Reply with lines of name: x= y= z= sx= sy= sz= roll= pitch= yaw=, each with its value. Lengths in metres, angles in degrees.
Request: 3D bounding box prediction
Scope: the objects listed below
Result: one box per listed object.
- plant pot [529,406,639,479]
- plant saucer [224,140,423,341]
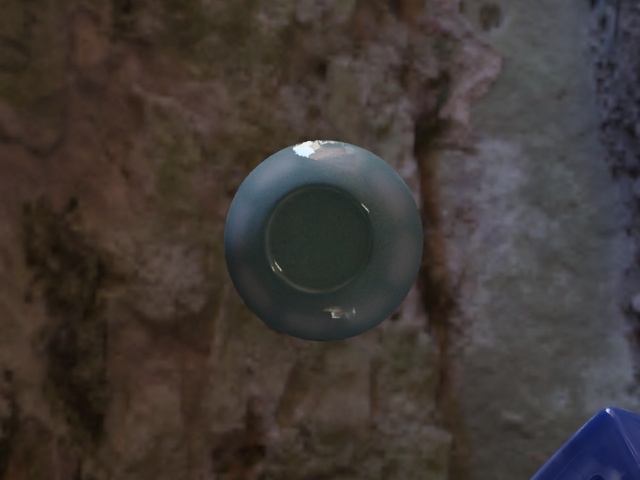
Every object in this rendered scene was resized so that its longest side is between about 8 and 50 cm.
plant pot: x=0.281 y=0.312 z=1.103 sx=0.236 sy=0.236 sz=0.212 roll=-52 pitch=36 yaw=22
plant saucer: x=0.000 y=0.000 z=1.261 sx=0.037 sy=0.195 sz=0.195 roll=7 pitch=-96 yaw=-83
